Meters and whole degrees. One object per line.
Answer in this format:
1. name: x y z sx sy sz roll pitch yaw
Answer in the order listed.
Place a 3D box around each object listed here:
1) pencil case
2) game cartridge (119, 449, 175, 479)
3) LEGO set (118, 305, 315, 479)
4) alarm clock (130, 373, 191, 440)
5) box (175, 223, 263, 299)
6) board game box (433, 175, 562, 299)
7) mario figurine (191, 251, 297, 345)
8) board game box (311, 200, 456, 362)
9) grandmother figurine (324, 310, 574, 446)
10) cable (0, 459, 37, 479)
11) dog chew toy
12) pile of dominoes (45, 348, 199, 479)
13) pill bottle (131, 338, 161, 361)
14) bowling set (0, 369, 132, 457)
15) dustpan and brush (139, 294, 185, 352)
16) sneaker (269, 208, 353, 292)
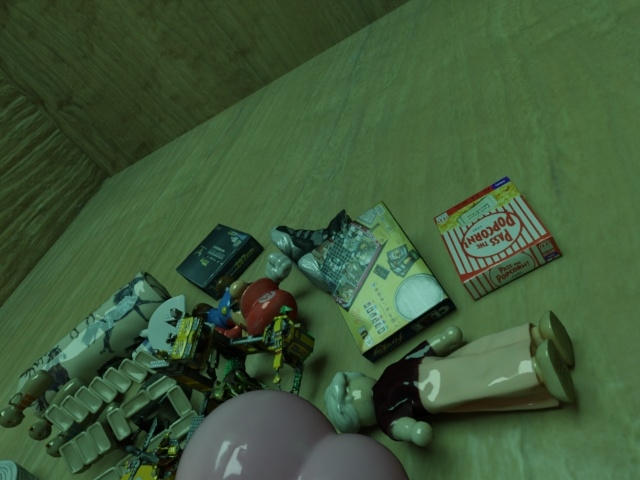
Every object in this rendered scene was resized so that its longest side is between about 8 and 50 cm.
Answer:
1. pencil case: -0.527 0.259 1.318 0.160 0.183 0.410 40 75 25
2. game cartridge: -0.309 0.519 0.820 0.285 0.052 0.324 -49 28 -16
3. LEGO set: -0.164 0.238 0.830 0.255 0.192 0.331 -6 55 38
4. alarm clock: -0.333 0.319 1.124 0.129 0.064 0.192 -25 29 26
5. box: -0.276 0.050 1.432 0.183 0.059 0.233 -50 29 -14
6. board game box: 0.279 -0.009 0.868 0.147 0.045 0.193 -32 30 16
7. mario figurine: -0.169 0.117 1.085 0.321 0.170 0.197 -6 77 57
8. board game box: 0.097 0.062 0.912 0.165 0.042 0.243 -35 47 9
9. grandmother figurine: 0.144 0.194 0.701 0.343 0.104 0.208 -23 5 33
10. cable: -0.735 0.613 1.157 0.257 0.089 0.257 -23 32 27
11. dog chew toy: 0.007 0.295 0.582 0.332 0.206 0.206 13 54 24
12. pile of dominoes: -0.382 0.345 1.036 0.251 0.196 0.040 -34 -17 -9
13. pill bottle: -0.401 0.268 1.265 0.120 0.067 0.067 -49 30 -15
14. bowling set: -0.510 0.397 1.112 0.200 0.287 0.154 35 82 27
15. dustpan and brush: -0.352 0.203 1.188 0.211 0.060 0.147 -11 78 32
16. sneaker: 0.000 0.000 1.138 0.153 0.101 0.269 -43 34 -7
